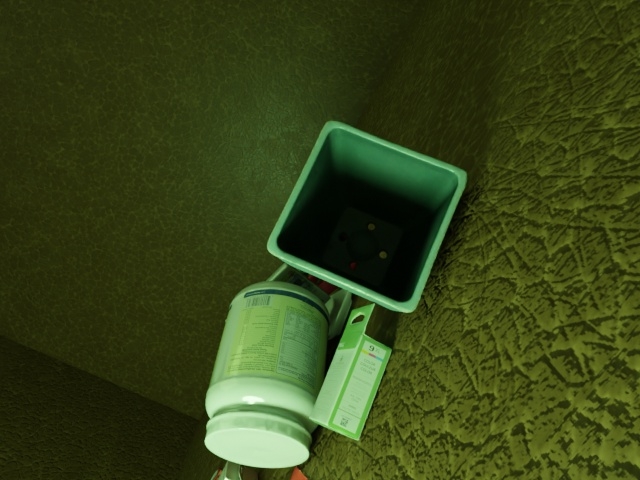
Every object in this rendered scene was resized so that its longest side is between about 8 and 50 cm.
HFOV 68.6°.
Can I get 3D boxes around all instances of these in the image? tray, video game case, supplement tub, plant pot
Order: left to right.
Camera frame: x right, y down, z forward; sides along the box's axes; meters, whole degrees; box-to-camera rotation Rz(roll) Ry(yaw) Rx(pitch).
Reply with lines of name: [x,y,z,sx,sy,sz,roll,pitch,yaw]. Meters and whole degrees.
supplement tub: [-0.106,0.276,0.990,0.235,0.235,0.325,124,160,-43]
video game case: [-0.102,0.174,1.195,0.212,0.193,0.023,-44,43,5]
tray: [0.020,0.208,1.226,0.145,0.030,0.270,-67,9,-22]
plant pot: [0.080,-0.019,0.851,0.252,0.247,0.247,78,-144,-76]

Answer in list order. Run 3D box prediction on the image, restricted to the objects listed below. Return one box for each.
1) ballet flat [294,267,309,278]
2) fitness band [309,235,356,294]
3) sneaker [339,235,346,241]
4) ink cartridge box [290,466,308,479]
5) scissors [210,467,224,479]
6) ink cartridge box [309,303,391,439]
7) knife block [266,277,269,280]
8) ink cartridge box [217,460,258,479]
ballet flat: [-0.058,0.042,1.298,0.070,0.070,0.188,-156,76,-82]
fitness band: [0.024,0.086,1.395,0.291,0.054,0.209,-43,18,39]
sneaker: [0.000,0.000,1.381,0.121,0.099,0.262,-55,13,14]
ink cartridge box: [-0.092,0.526,0.835,0.225,0.056,0.181,-68,9,-18]
scissors: [-0.353,0.826,1.676,0.297,0.021,0.109,-61,6,30]
ink cartridge box: [0.060,0.220,0.801,0.209,0.062,0.109,-66,8,-20]
knife block: [-0.175,0.293,1.503,0.242,0.276,0.088,-31,16,11]
ink cartridge box: [-0.218,0.632,1.170,0.143,0.090,0.092,-63,8,-2]
